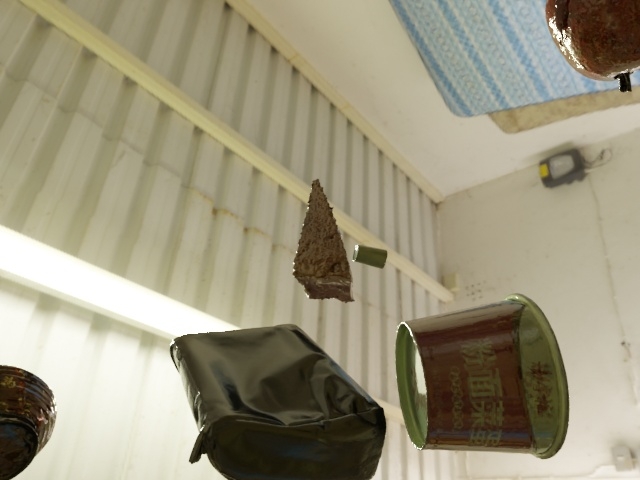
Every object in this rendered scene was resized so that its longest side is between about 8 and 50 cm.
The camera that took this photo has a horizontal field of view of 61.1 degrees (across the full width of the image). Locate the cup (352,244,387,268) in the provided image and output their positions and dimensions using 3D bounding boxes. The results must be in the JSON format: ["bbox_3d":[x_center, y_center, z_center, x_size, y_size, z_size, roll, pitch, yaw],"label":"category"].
[{"bbox_3d":[0.132,0.041,1.474,0.083,0.075,0.054,14,-82,-9],"label":"cup"}]

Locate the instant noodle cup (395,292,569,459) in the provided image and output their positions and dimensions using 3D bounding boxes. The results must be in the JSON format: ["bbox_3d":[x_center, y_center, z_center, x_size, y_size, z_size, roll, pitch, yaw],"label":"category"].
[{"bbox_3d":[0.213,0.199,0.774,0.235,0.179,0.234,175,90,-85],"label":"instant noodle cup"}]

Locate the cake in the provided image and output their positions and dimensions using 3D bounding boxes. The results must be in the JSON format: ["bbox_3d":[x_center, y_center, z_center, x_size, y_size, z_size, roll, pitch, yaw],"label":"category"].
[{"bbox_3d":[0.000,0.000,1.117,0.116,0.113,0.295,74,-172,-46],"label":"cake"}]

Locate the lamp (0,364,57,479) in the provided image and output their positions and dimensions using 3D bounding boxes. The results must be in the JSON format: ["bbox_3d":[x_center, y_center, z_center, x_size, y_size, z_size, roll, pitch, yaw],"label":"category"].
[{"bbox_3d":[-0.644,0.351,1.052,0.247,0.247,0.246,27,-126,-44],"label":"lamp"}]

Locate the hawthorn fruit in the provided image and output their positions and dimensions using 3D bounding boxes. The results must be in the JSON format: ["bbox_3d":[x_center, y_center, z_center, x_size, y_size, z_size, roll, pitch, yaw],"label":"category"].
[{"bbox_3d":[0.629,-0.483,1.113,0.316,0.316,0.315,27,-126,-44],"label":"hawthorn fruit"}]

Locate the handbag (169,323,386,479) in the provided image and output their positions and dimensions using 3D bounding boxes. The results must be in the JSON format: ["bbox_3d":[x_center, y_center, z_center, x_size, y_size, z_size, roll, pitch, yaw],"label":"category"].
[{"bbox_3d":[-0.089,0.260,0.815,0.275,0.302,0.177,-2,-73,-26],"label":"handbag"}]
